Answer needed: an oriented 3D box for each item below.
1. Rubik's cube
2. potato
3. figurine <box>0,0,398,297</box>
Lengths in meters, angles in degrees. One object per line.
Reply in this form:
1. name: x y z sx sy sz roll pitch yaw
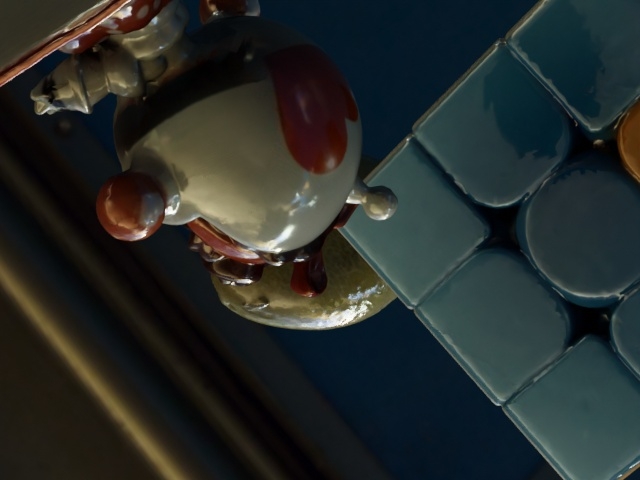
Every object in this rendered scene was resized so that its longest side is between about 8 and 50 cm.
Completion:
1. Rubik's cube: 0.240 -0.029 1.036 0.290 0.291 0.292 48 -67 9
2. potato: 0.000 0.000 1.294 0.178 0.235 0.160 15 -56 63
3. figurine: -0.052 -0.069 0.677 0.160 0.183 0.226 -29 -55 19
